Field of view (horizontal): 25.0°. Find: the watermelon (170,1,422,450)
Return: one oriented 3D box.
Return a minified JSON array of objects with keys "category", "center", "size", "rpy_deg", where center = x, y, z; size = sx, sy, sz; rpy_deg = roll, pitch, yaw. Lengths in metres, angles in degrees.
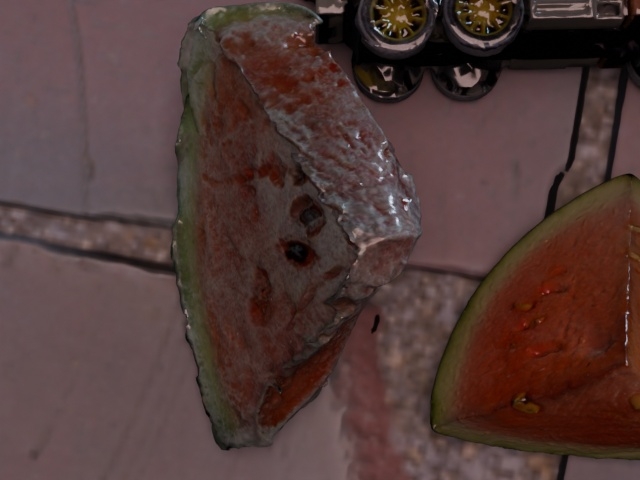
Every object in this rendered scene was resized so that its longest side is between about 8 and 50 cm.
[{"category":"watermelon","center":[0.000,0.000,0.577],"size":[0.071,0.139,0.187],"rpy_deg":[-9,104,-29]}]

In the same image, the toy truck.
[{"category":"toy truck","center":[0.085,-0.113,0.606],"size":[0.192,0.083,0.092],"rpy_deg":[-2,80,0]}]

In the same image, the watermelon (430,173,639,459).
[{"category":"watermelon","center":[0.109,0.052,0.587],"size":[0.135,0.094,0.125],"rpy_deg":[-27,94,1]}]
